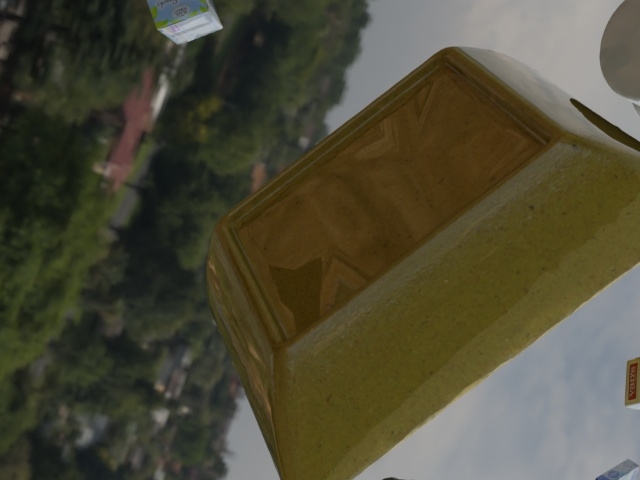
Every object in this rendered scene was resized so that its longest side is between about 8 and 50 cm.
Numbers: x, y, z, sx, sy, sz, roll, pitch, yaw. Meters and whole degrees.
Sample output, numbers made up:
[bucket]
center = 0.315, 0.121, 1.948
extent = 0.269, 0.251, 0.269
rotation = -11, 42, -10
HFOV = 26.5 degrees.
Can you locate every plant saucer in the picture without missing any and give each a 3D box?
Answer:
[plant saucer]
center = 0.057, -0.013, 0.975
extent = 0.333, 0.081, 0.333
rotation = -37, -153, 2

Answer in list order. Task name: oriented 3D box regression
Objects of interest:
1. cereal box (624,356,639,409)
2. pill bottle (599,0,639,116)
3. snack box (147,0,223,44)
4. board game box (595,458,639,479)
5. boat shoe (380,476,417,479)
[cereal box]
center = 0.358, 0.104, 1.016
extent = 0.240, 0.173, 0.047
rotation = 142, -44, -71
[pill bottle]
center = 0.442, -0.176, 1.476
extent = 0.169, 0.301, 0.169
rotation = -15, -111, 44
[snack box]
center = -0.187, -0.345, 1.603
extent = 0.174, 0.070, 0.207
rotation = -47, 116, -87
[board game box]
center = 0.347, 0.318, 1.653
extent = 0.090, 0.020, 0.090
rotation = -11, 125, -51
[boat shoe]
center = 0.012, 0.318, 1.180
extent = 0.306, 0.105, 0.113
rotation = -50, 136, -34
